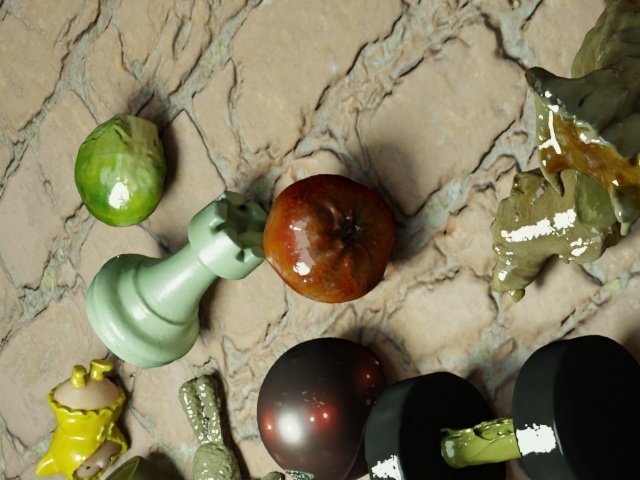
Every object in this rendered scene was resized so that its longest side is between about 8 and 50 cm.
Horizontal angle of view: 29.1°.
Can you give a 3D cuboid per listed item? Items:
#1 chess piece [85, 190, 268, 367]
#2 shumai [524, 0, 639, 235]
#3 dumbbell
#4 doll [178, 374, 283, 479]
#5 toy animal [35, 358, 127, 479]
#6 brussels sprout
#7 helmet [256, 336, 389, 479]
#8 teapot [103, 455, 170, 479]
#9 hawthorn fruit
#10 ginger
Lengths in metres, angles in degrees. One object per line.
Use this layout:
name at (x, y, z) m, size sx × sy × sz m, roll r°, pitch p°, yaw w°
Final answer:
chess piece at (-0.205, 0.052, 1.903) m, size 0.299 × 0.194 × 0.195 m, roll -38°, pitch 72°, yaw 33°
shumai at (0.348, -0.150, 1.248) m, size 0.314 × 0.262 × 0.267 m, roll -17°, pitch 87°, yaw 43°
dumbbell at (0.227, 0.241, 1.488) m, size 0.322 × 0.203 × 0.204 m, roll -21°, pitch 83°, yaw 45°
doll at (-0.175, 0.377, 1.997) m, size 0.202 × 0.091 × 0.286 m, roll -40°, pitch 79°, yaw 7°
toy animal at (-0.418, 0.318, 2.180) m, size 0.156 × 0.156 × 0.230 m, roll 31°, pitch 118°, yaw 36°
brussels sprout at (-0.324, -0.113, 2.001) m, size 0.161 × 0.143 × 0.181 m, roll 162°, pitch 118°, yaw -64°
helmet at (0.007, 0.240, 1.734) m, size 0.189 × 0.193 × 0.216 m, roll -6°, pitch 65°, yaw 46°
teapot at (-0.303, 0.484, 2.085) m, size 0.175 × 0.186 × 0.267 m, roll 44°, pitch 154°, yaw -11°
hawthorn fruit at (0.000, 0.000, 1.689) m, size 0.200 × 0.179 × 0.179 m, roll -13°, pitch 89°, yaw 58°
ginger at (0.267, -0.019, 1.489) m, size 0.213 × 0.074 × 0.137 m, roll -36°, pitch 73°, yaw 49°
